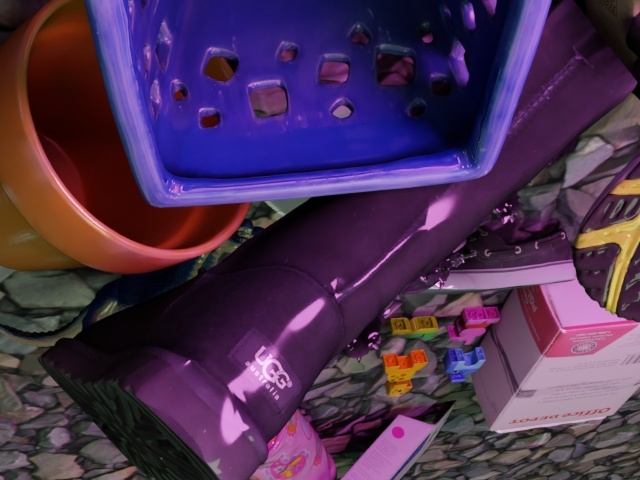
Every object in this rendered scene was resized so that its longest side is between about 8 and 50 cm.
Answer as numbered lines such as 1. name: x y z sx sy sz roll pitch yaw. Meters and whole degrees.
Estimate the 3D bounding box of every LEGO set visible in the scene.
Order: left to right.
1. LEGO set: 0.123 0.153 1.265 0.227 0.087 0.093 -2 145 -17

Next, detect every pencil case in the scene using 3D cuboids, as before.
1. pencil case: -0.065 0.303 1.399 0.124 0.124 0.284 -19 147 7

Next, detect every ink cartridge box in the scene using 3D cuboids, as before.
1. ink cartridge box: 0.066 0.392 1.513 0.371 0.069 0.176 -39 160 -31
2. ink cartridge box: 0.341 0.136 1.293 0.207 0.117 0.283 -4 146 -15

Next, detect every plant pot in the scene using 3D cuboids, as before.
1. plant pot: -0.184 -0.061 0.738 0.188 0.205 0.205 -21 150 40
2. plant pot: -0.010 -0.171 0.577 0.236 0.212 0.236 -6 151 -3

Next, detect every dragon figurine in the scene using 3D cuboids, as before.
1. dragon figurine: -0.184 0.042 0.976 0.289 0.144 0.085 -7 154 26

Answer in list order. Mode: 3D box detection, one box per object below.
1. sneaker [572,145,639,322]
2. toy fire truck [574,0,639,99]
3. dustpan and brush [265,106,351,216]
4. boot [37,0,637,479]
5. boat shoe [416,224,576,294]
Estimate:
1. sneaker: 0.341 -0.105 0.729 0.384 0.145 0.147 -44 -179 25
2. toy fire truck: 0.319 -0.233 0.722 0.246 0.158 0.217 -37 151 0
3. dustpan and brush: 0.013 -0.043 0.945 0.147 0.060 0.211 -15 148 1
4. boot: 0.001 0.000 0.801 0.146 0.445 0.367 51 156 -16
5. boat shoe: 0.191 0.018 1.098 0.228 0.076 0.080 -4 173 -19
